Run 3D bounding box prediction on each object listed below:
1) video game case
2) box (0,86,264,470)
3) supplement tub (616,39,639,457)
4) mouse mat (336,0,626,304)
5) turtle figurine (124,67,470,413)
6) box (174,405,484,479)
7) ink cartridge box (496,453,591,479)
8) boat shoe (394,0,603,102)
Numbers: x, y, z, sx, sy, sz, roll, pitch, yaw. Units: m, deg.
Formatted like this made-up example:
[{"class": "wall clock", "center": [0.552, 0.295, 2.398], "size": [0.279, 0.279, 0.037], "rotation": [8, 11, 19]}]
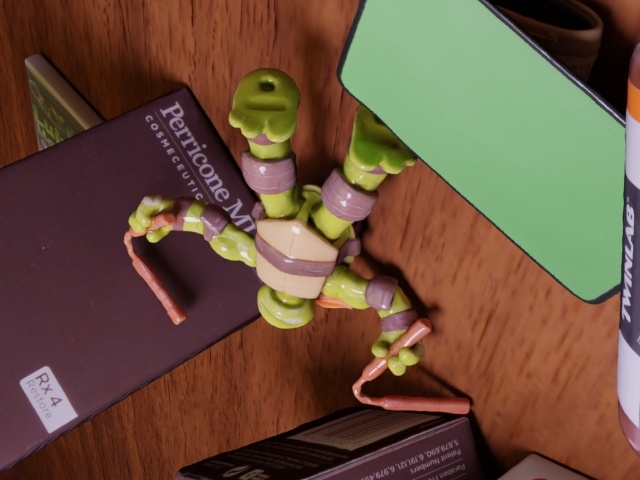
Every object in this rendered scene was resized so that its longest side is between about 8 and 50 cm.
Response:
[{"class": "video game case", "center": [-0.239, -0.072, 1.036], "size": [0.190, 0.022, 0.173], "rotation": [45, 149, 25]}, {"class": "box", "center": [-0.223, 0.057, 0.753], "size": [0.191, 0.381, 0.143], "rotation": [57, 150, 2]}, {"class": "supplement tub", "center": [0.157, -0.014, 0.345], "size": [0.106, 0.106, 0.197], "rotation": [21, 124, 49]}, {"class": "mouse mat", "center": [0.087, -0.049, 0.481], "size": [0.190, 0.007, 0.152], "rotation": [44, 161, 6]}, {"class": "turtle figurine", "center": [0.000, 0.000, 0.654], "size": [0.270, 0.087, 0.217], "rotation": [27, 140, 10]}, {"class": "box", "center": [0.021, 0.240, 0.716], "size": [0.168, 0.167, 0.203], "rotation": [-15, 90, 63]}, {"class": "ink cartridge box", "center": [0.104, 0.254, 0.532], "size": [0.197, 0.273, 0.114], "rotation": [17, 127, 52]}, {"class": "boat shoe", "center": [0.073, -0.120, 0.461], "size": [0.135, 0.050, 0.045], "rotation": [39, 144, 15]}]
